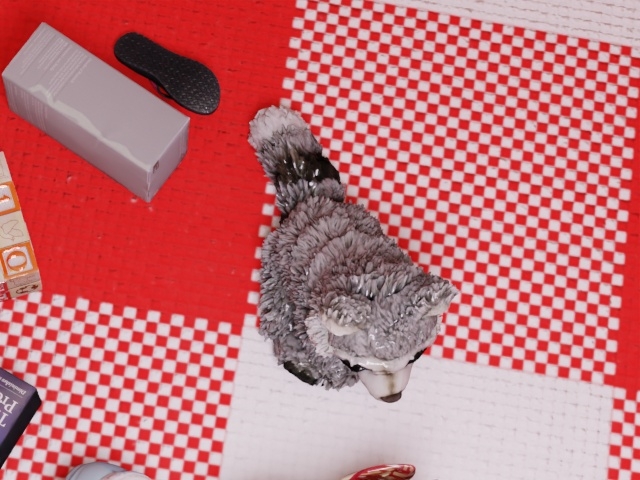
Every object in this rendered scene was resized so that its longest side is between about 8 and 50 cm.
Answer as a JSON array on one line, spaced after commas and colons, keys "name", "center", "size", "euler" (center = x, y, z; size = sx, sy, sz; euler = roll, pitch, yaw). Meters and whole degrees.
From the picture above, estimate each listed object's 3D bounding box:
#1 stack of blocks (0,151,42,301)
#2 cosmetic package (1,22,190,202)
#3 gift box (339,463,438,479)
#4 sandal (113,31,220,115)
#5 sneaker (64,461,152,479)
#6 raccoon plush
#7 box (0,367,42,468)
[{"name": "stack of blocks", "center": [-0.482, -0.059, 2.003], "size": [0.171, 0.087, 0.297], "euler": [-17, 75, -12]}, {"name": "cosmetic package", "center": [-0.293, -0.166, 2.040], "size": [0.238, 0.127, 0.107], "euler": [32, 71, 2]}, {"name": "gift box", "center": [0.035, 0.396, 1.796], "size": [0.255, 0.276, 0.258], "euler": [-10, 74, 3]}, {"name": "sandal", "center": [-0.205, -0.225, 2.119], "size": [0.179, 0.040, 0.067], "euler": [34, 66, 20]}, {"name": "sneaker", "center": [-0.290, 0.441, 1.863], "size": [0.135, 0.150, 0.366], "euler": [21, 86, -38]}, {"name": "raccoon plush", "center": [0.000, 0.000, 1.928], "size": [0.216, 0.299, 0.446], "euler": [-30, 78, -14]}, {"name": "box", "center": [-0.504, 0.204, 1.912], "size": [0.261, 0.103, 0.184], "euler": [29, 74, 3]}]
